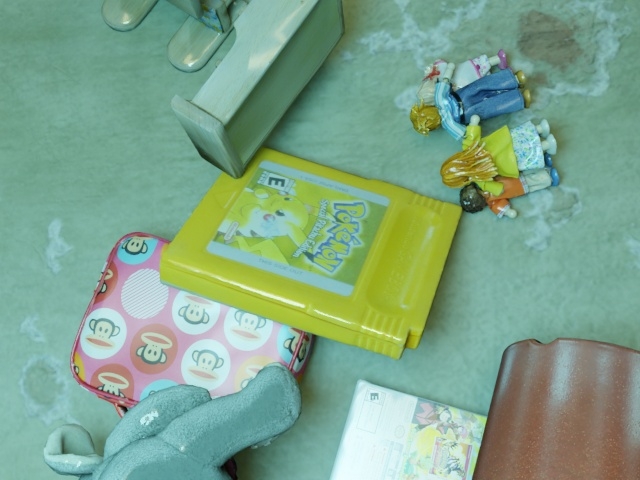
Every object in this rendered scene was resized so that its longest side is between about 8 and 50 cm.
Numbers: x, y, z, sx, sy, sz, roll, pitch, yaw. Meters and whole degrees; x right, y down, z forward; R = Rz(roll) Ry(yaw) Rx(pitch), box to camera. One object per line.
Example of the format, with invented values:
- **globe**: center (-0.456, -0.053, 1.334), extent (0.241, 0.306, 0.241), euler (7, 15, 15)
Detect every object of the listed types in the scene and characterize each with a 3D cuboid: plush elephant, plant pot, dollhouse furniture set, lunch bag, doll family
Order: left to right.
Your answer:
- **plush elephant**: center (-0.188, 0.306, 0.996), extent (0.330, 0.255, 0.271), euler (-10, 84, -24)
- **dollhouse furniture set**: center (-0.204, -0.305, 1.142), extent (0.394, 0.362, 0.256), euler (33, 80, 12)
- **lunch bag**: center (-0.166, 0.144, 1.141), extent (0.293, 0.120, 0.258), euler (18, 77, 9)
- **doll family**: center (0.212, -0.157, 1.192), extent (0.163, 0.118, 0.263), euler (-20, 74, -1)
- **plant pot**: center (0.292, 0.266, 1.008), extent (0.272, 0.272, 0.265), euler (10, 68, 7)

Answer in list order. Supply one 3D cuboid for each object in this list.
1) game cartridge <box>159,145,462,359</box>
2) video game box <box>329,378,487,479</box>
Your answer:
- **game cartridge**: center (0.000, 0.000, 1.124), extent (0.324, 0.052, 0.285), euler (16, 41, 9)
- **video game box**: center (0.110, 0.300, 1.113), extent (0.187, 0.048, 0.205), euler (15, 76, 11)
